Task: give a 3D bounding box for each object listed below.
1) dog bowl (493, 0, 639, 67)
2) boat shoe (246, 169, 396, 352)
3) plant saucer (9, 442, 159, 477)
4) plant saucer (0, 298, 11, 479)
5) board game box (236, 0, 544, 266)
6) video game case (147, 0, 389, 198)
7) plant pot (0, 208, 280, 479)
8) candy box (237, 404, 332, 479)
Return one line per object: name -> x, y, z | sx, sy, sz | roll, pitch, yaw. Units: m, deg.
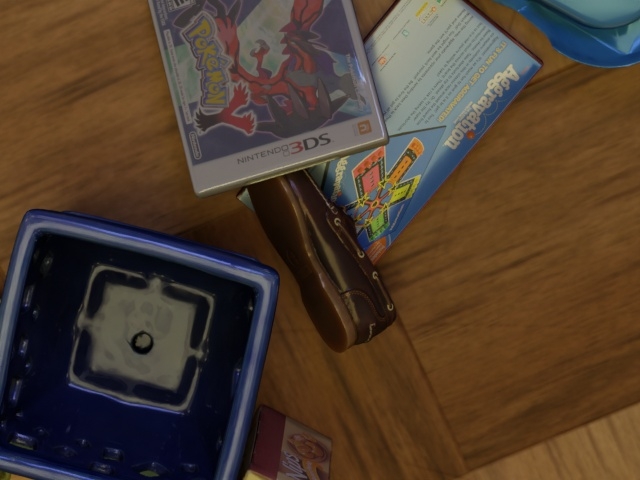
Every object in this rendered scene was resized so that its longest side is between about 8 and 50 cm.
dog bowl -> 0.200, -0.275, 1.744 | 0.297, 0.074, 0.166 | 28, 104, -5
boat shoe -> 0.000, 0.000, 1.799 | 0.073, 0.073, 0.207 | -27, 94, -28
plant saucer -> -0.211, 0.217, 1.873 | 0.192, 0.018, 0.067 | 18, 147, -18
plant saucer -> -0.380, 0.130, 1.883 | 0.188, 0.045, 0.188 | 9, 104, 0
board game box -> 0.064, -0.103, 1.816 | 0.145, 0.027, 0.281 | 39, 103, -6
video game case -> -0.049, -0.157, 1.765 | 0.183, 0.023, 0.201 | -16, 75, 6
plant pot -> -0.172, 0.100, 1.770 | 0.236, 0.212, 0.236 | 14, 95, -3
candy box -> -0.099, 0.332, 1.852 | 0.087, 0.183, 0.316 | 28, 104, -6
